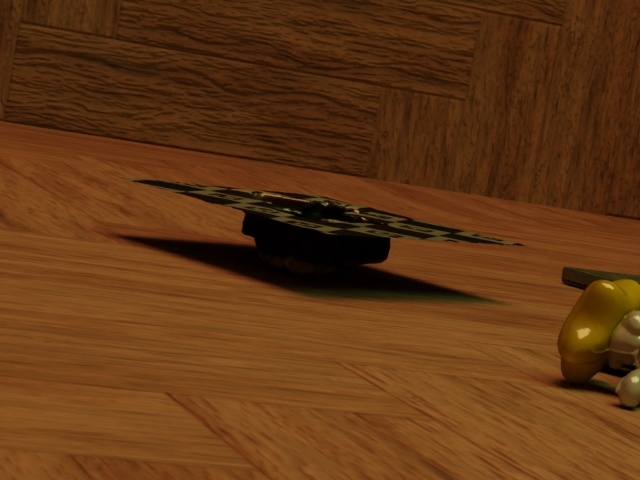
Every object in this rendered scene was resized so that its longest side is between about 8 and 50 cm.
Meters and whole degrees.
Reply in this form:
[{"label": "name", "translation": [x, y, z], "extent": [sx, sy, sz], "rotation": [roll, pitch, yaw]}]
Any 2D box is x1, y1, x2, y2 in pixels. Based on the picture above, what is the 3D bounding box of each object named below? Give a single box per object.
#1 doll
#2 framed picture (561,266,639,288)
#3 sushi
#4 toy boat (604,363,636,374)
[{"label": "doll", "translation": [0.235, 0.065, 1.350], "extent": [0.135, 0.071, 0.113], "rotation": [-21, 37, -25]}, {"label": "framed picture", "translation": [0.458, 0.076, 2.036], "extent": [0.247, 0.022, 0.335], "rotation": [7, 6, -37]}, {"label": "sushi", "translation": [0.000, 0.000, 1.779], "extent": [0.292, 0.059, 0.294], "rotation": [15, 7, 43]}, {"label": "toy boat", "translation": [0.309, 0.088, 1.472], "extent": [0.210, 0.052, 0.104], "rotation": [9, 26, -2]}]
